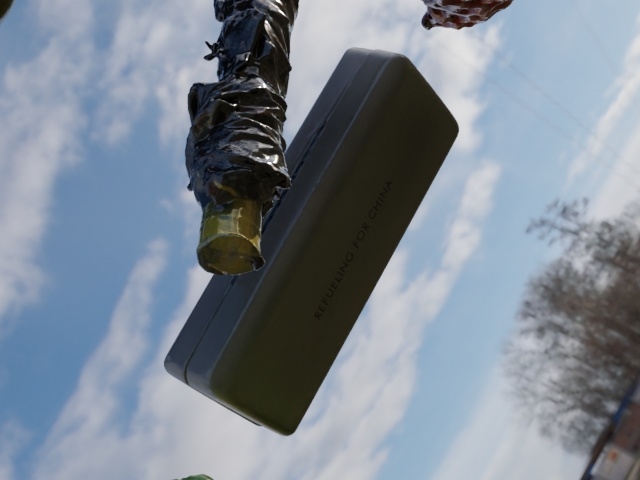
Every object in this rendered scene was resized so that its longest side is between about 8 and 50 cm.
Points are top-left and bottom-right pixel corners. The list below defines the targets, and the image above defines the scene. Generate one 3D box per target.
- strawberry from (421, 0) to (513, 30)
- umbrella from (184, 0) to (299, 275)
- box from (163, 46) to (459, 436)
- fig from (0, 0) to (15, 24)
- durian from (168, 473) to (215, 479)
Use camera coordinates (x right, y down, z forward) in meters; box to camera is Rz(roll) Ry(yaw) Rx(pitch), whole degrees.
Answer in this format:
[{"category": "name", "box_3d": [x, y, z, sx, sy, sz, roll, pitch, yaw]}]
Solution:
[{"category": "strawberry", "box_3d": [0.146, -0.297, 0.874, 0.253, 0.150, 0.280, -74, -22, -55]}, {"category": "umbrella", "box_3d": [-0.028, -0.049, 0.370, 0.037, 0.040, 0.144, -36, 36, 35]}, {"category": "box", "box_3d": [0.000, 0.000, 0.660, 0.103, 0.055, 0.243, 41, -106, -48]}, {"category": "fig", "box_3d": [-0.354, -0.299, 0.944, 0.167, 0.167, 0.233, 23, -118, -69]}, {"category": "durian", "box_3d": [-0.021, 0.217, 0.496, 0.250, 0.139, 0.101, 55, -147, -22]}]
